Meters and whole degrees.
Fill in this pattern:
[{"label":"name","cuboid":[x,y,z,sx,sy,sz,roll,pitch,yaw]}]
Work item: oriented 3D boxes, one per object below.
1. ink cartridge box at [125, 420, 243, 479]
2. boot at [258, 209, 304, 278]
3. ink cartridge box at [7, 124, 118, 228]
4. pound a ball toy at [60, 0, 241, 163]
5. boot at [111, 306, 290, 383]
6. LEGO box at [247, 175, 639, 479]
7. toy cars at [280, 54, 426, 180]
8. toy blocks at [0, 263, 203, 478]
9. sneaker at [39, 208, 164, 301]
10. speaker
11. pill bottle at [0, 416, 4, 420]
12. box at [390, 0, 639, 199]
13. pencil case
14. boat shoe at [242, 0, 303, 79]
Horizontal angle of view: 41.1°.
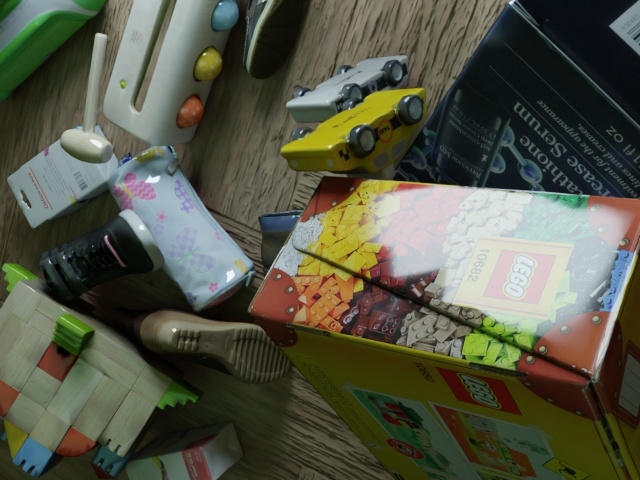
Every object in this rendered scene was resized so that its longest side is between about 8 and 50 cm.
[{"label":"ink cartridge box","cuboid":[-0.245,0.369,1.433,0.198,0.115,0.067,-17,94,23]},{"label":"boot","cuboid":[0.000,0.000,1.286,0.219,0.082,0.106,-9,99,25]},{"label":"ink cartridge box","cuboid":[-0.432,-0.106,1.448,0.181,0.061,0.104,-28,88,23]},{"label":"pound a ball toy","cuboid":[-0.231,-0.255,1.254,0.135,0.208,0.319,30,113,16]},{"label":"boot","cuboid":[-0.191,0.156,1.377,0.207,0.248,0.090,9,80,55]},{"label":"LEGO box","cuboid":[0.210,0.167,0.975,0.372,0.193,0.500,8,147,36]},{"label":"toy cars","cuboid":[0.048,-0.149,1.086,0.176,0.394,0.087,-14,112,6]},{"label":"toy blocks","cuboid":[-0.412,0.248,1.358,0.381,0.191,0.261,32,90,2]},{"label":"sneaker","cuboid":[-0.343,0.034,1.314,0.105,0.147,0.295,62,154,-10]},{"label":"speaker","cuboid":[-0.482,-0.345,1.388,0.296,0.131,0.131,-34,87,24]},{"label":"pill bottle","cuboid":[-0.506,0.267,1.518,0.208,0.117,0.118,-7,97,22]},{"label":"box","cuboid":[0.292,-0.099,0.974,0.293,0.212,0.395,46,154,8]},{"label":"pencil case","cuboid":[-0.219,-0.019,1.354,0.124,0.113,0.273,-35,85,-2]},{"label":"boat shoe","cuboid":[-0.071,-0.352,1.256,0.073,0.080,0.224,33,113,35]}]
